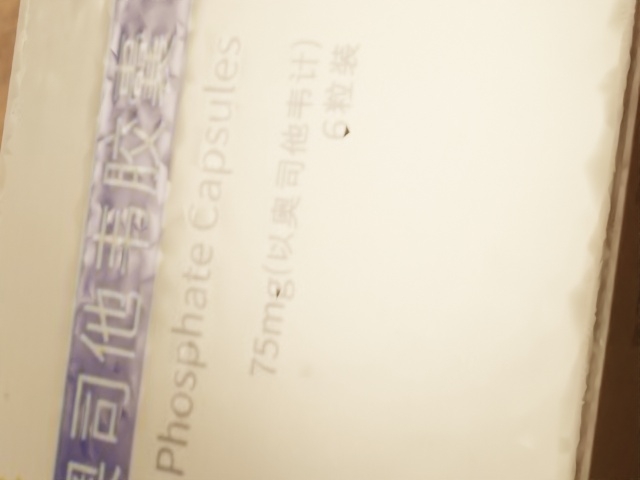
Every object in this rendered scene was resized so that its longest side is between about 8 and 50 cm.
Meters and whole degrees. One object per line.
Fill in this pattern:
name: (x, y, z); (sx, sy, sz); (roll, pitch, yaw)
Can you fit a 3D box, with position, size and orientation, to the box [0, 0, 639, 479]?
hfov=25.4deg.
box: (0.000, 0.000, 0.401); (0.200, 0.065, 0.343); (7, 90, 31)
